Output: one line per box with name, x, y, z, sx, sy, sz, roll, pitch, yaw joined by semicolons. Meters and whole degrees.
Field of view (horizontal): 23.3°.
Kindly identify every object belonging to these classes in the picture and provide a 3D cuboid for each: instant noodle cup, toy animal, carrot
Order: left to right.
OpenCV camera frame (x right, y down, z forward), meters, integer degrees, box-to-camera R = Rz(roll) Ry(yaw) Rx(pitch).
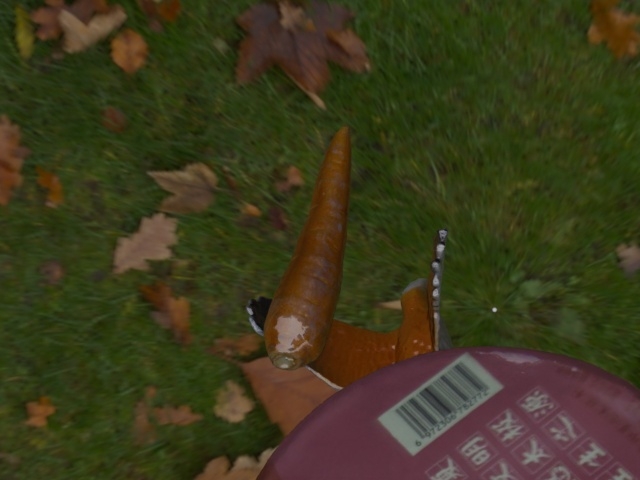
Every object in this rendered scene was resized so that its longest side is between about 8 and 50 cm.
carrot;0.000;0.000;1.141;0.048;0.048;0.216;10;56;7
toy animal;0.114;0.155;1.513;0.225;0.302;0.284;-25;72;25
instant noodle cup;0.087;0.194;0.749;0.234;0.178;0.235;-9;50;11
